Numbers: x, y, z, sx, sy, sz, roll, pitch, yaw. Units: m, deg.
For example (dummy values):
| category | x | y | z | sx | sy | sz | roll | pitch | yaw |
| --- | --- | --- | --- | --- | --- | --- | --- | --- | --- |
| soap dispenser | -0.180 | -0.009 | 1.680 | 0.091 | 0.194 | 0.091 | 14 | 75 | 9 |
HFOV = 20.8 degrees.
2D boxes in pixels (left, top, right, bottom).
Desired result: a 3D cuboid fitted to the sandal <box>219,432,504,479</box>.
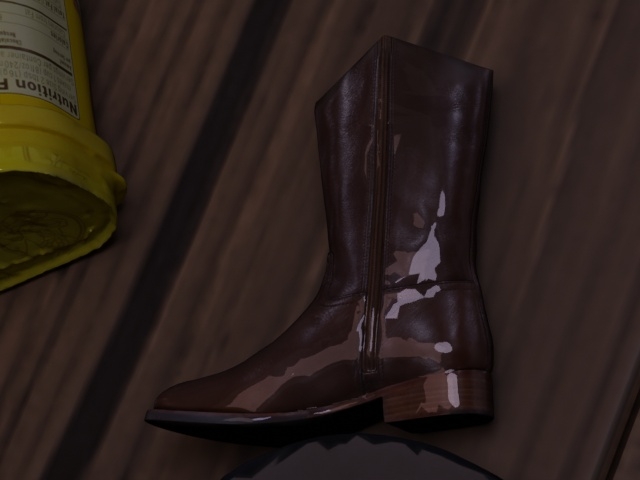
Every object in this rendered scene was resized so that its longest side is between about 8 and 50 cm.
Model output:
| category | x | y | z | sx | sy | sz | roll | pitch | yaw |
| --- | --- | --- | --- | --- | --- | --- | --- | --- | --- |
| sandal | 0.055 | 0.131 | 0.419 | 0.254 | 0.054 | 0.097 | 39 | 94 | 33 |

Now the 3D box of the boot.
| category | x | y | z | sx | sy | sz | roll | pitch | yaw |
| --- | --- | --- | --- | --- | --- | --- | --- | --- | --- |
| boot | 0.000 | 0.000 | 0.506 | 0.106 | 0.037 | 0.114 | -6 | 73 | 14 |

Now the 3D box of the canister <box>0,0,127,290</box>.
| category | x | y | z | sx | sy | sz | roll | pitch | yaw |
| --- | --- | --- | --- | --- | --- | --- | --- | --- | --- |
| canister | -0.137 | -0.069 | 0.587 | 0.126 | 0.073 | 0.170 | -21 | 62 | 21 |
